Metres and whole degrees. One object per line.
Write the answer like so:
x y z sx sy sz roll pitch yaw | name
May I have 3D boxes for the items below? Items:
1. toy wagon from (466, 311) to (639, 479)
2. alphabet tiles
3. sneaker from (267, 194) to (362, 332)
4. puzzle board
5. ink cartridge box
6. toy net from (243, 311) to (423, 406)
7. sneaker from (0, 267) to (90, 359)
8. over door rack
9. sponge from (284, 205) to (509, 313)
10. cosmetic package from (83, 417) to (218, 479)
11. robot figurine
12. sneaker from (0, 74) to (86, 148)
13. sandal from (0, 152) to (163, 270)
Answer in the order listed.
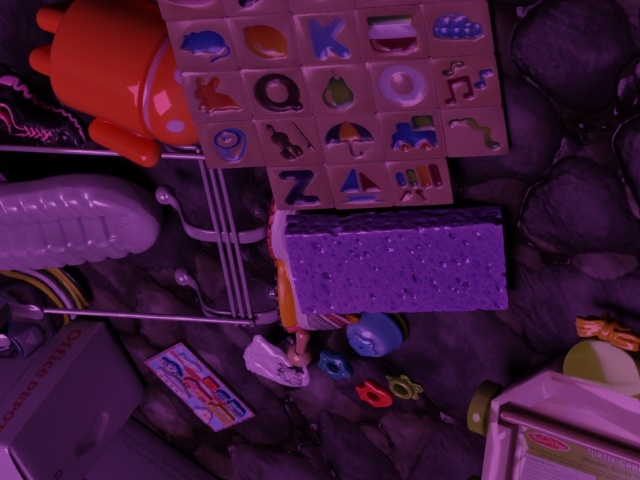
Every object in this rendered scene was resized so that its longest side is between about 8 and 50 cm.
0.275 0.217 1.744 0.267 0.068 0.344 18 120 24 | toy wagon
0.012 -0.158 1.550 0.285 0.011 0.342 -2 132 13 | alphabet tiles
0.000 0.000 1.775 0.093 0.088 0.225 2 135 11 | sneaker
-0.148 0.180 2.134 0.128 0.011 0.096 46 143 -11 | puzzle board
-0.409 0.203 2.194 0.306 0.226 0.131 2 133 36 | ink cartridge box
0.013 0.128 1.922 0.232 0.045 0.122 -11 125 47 | toy net
-0.430 0.074 2.157 0.300 0.121 0.111 5 133 36 | sneaker
-0.209 -0.020 1.824 0.324 0.108 0.239 -4 126 8 | over door rack
0.075 0.021 1.700 0.210 0.031 0.117 -3 134 10 | sponge
-0.271 0.414 2.373 0.217 0.156 0.385 37 143 0 | cosmetic package
-0.169 -0.168 1.677 0.219 0.158 0.128 22 163 20 | robot figurine
-0.309 -0.125 1.897 0.119 0.057 0.047 33 142 3 | sneaker
-0.359 -0.042 2.003 0.416 0.102 0.169 2 148 21 | sandal
